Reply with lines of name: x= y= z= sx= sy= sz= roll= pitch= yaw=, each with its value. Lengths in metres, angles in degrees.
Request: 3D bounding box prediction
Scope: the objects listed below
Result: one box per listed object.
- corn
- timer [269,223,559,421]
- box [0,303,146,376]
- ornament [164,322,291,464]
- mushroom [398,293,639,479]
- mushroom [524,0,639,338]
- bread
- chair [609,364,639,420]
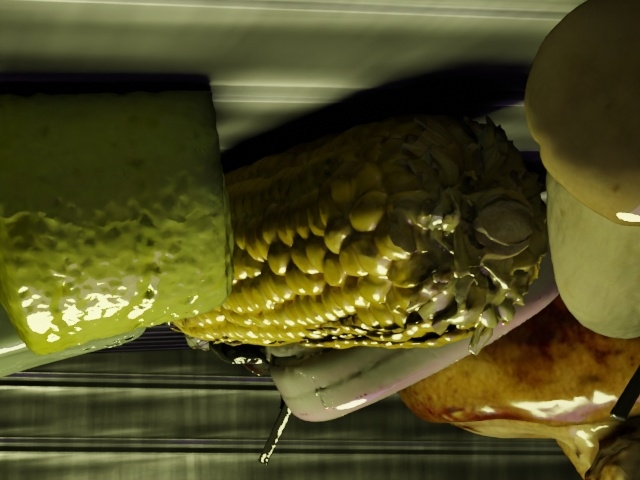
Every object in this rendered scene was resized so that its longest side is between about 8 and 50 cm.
corn: x=0.000 y=0.000 z=0.682 sx=0.115 sy=0.115 sz=0.318 roll=2 pitch=174 yaw=-33
timer: x=0.057 y=0.036 z=0.826 sx=0.191 sy=0.069 sz=0.208 roll=-28 pitch=-175 yaw=4
box: x=-0.175 y=0.025 z=0.714 sx=0.172 sy=0.092 sz=0.124 roll=-17 pitch=172 yaw=3
ornament: x=-0.089 y=0.064 z=1.185 sx=0.196 sy=0.166 sz=0.153 roll=25 pitch=-157 yaw=-1
mushroom: x=0.238 y=0.141 z=1.258 sx=0.346 sy=0.259 sz=0.345 roll=-3 pitch=172 yaw=0
mushroom: x=0.135 y=-0.030 z=0.522 sx=0.108 sy=0.096 sz=0.247 roll=-29 pitch=162 yaw=2
bread: x=-0.098 y=-0.010 z=0.582 sx=0.114 sy=0.111 sz=0.129 roll=-10 pitch=178 yaw=-6
chair: x=0.366 y=0.053 z=1.014 sx=0.172 sy=0.246 sz=0.159 roll=24 pitch=164 yaw=-16
